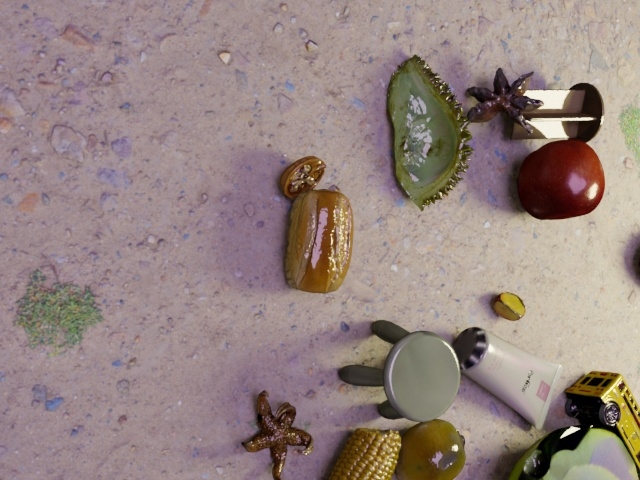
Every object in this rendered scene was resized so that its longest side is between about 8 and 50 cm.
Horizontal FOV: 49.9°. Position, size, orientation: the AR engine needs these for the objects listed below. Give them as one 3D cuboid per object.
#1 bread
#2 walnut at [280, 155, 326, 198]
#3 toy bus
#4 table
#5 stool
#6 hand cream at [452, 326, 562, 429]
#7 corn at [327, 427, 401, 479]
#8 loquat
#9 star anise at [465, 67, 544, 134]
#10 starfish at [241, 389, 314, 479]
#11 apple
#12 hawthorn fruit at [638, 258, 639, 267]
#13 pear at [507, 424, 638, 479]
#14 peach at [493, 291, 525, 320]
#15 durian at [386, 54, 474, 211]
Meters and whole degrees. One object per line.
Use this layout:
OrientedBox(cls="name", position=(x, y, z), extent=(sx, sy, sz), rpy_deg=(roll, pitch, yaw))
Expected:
OrientedBox(cls="bread", position=(0.000, 0.000, 1.533), extent=(0.140, 0.106, 0.236), rpy_deg=(5, 89, -29))
OrientedBox(cls="walnut", position=(-0.048, -0.150, 1.558), extent=(0.121, 0.052, 0.091), rpy_deg=(-36, 143, -20))
OrientedBox(cls="toy bus", position=(0.814, 0.526, 1.874), extent=(0.151, 0.145, 0.331), rpy_deg=(-34, 100, -26))
OrientedBox(cls="table", position=(0.614, -0.339, 1.848), extent=(0.227, 0.167, 0.167), rpy_deg=(-5, 88, -21))
OrientedBox(cls="stool", position=(0.187, 0.298, 1.562), extent=(0.195, 0.199, 0.195), rpy_deg=(44, 71, -15))
OrientedBox(cls="hand cream", position=(0.486, 0.341, 1.756), extent=(0.359, 0.118, 0.185), rpy_deg=(31, 74, -27))
OrientedBox(cls="corn", position=(0.058, 0.585, 1.510), extent=(0.144, 0.144, 0.387), rpy_deg=(32, 69, -20))
OrientedBox(cls="loquat", position=(0.253, 0.504, 1.609), extent=(0.195, 0.152, 0.152), rpy_deg=(-24, 96, -18))
OrientedBox(cls="star anise", position=(0.469, -0.369, 1.764), extent=(0.063, 0.208, 0.171), rpy_deg=(29, 80, -60))
OrientedBox(cls="starfish", position=(-0.102, 0.415, 1.477), extent=(0.146, 0.074, 0.189), rpy_deg=(-32, 100, -26))
OrientedBox(cls="apple", position=(0.631, -0.153, 1.802), extent=(0.218, 0.218, 0.201), rpy_deg=(-6, 80, -26))
OrientedBox(cls="hawthorn fruit", position=(1.047, 0.063, 1.995), extent=(0.185, 0.202, 0.185), rpy_deg=(1, 88, -34))
OrientedBox(cls="pear", position=(0.611, 0.659, 1.752), extent=(0.399, 0.165, 0.398), rpy_deg=(2, 85, -25))
OrientedBox(cls="peach", position=(0.489, 0.175, 1.797), extent=(0.083, 0.050, 0.077), rpy_deg=(3, 61, -35))
OrientedBox(cls="durian", position=(0.274, -0.275, 1.724), extent=(0.198, 0.163, 0.394), rpy_deg=(-12, 86, 12))
